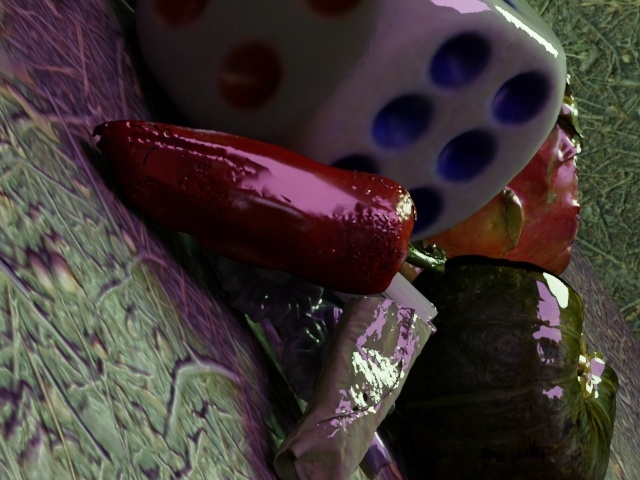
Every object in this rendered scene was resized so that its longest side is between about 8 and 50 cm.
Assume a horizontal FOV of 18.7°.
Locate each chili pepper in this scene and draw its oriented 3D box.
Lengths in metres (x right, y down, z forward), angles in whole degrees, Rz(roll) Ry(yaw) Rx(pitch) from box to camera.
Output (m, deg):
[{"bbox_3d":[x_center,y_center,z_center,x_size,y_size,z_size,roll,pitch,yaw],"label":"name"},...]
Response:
[{"bbox_3d":[-0.029,-0.027,1.644,0.387,0.110,0.110,19,36,-31],"label":"chili pepper"}]

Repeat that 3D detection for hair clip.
[{"bbox_3d":[-0.018,0.077,1.718,0.106,0.084,0.292,-31,89,-34],"label":"hair clip"}]

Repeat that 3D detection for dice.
[{"bbox_3d":[0.029,-0.186,1.843,0.304,0.277,0.304,28,21,-52],"label":"dice"}]

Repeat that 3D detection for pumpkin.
[{"bbox_3d":[0.173,0.184,2.023,0.325,0.242,0.232,55,43,-44],"label":"pumpkin"}]

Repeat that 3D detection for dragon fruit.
[{"bbox_3d":[0.109,-0.045,2.111,0.296,0.262,0.314,-147,-123,-60],"label":"dragon fruit"}]

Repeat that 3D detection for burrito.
[{"bbox_3d":[0.027,0.124,1.628,0.087,0.060,0.226,45,44,-16],"label":"burrito"}]

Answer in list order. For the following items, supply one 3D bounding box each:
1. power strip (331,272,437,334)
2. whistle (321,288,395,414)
[{"bbox_3d":[0.000,0.000,1.835,0.279,0.037,0.109,43,15,7],"label":"power strip"},{"bbox_3d":[0.007,0.049,1.898,0.062,0.062,0.312,48,19,-46],"label":"whistle"}]
